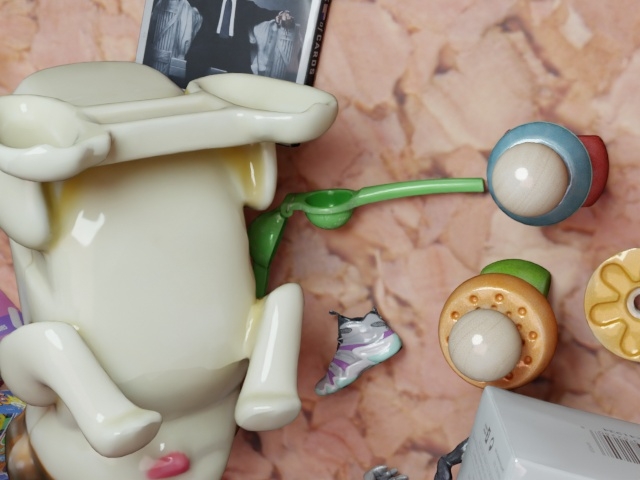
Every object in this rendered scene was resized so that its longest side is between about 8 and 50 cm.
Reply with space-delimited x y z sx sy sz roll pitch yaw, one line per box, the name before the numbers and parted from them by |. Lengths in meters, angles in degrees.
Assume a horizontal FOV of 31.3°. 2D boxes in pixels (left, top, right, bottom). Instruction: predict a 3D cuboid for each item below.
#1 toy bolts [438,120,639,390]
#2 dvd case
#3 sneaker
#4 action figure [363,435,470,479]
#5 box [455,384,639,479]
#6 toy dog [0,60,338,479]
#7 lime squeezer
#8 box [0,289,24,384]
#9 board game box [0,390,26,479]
toy bolts | 0.204 0.015 0.947 0.218 0.158 0.228 1 98 19
dvd case | -0.080 -0.225 1.083 0.179 0.029 0.238 16 103 16
sneaker | 0.023 0.099 1.091 0.098 0.038 0.069 -35 84 11
action figure | 0.104 0.270 1.034 0.276 0.141 0.164 -45 84 4
box | 0.190 0.318 0.881 0.215 0.168 0.345 15 101 -1
toy dog | -0.183 0.063 1.012 0.395 0.285 0.408 22 119 47
lime squeezer | 0.000 0.000 1.073 0.310 0.059 0.110 -37 84 19
box | -0.448 0.069 1.156 0.243 0.213 0.117 46 109 9
board game box | -0.336 0.212 1.144 0.035 0.201 0.136 44 109 30
